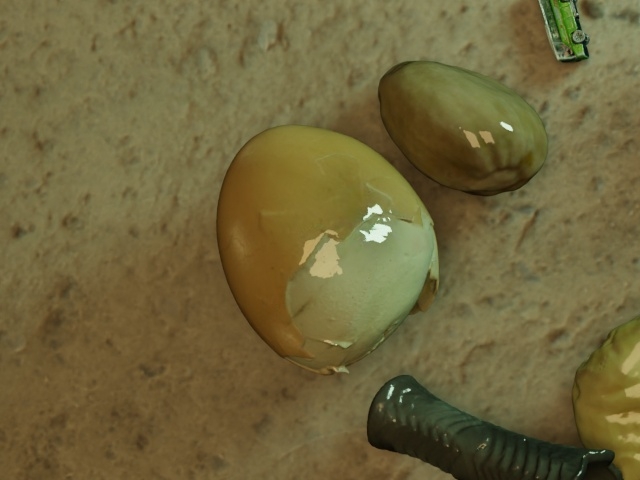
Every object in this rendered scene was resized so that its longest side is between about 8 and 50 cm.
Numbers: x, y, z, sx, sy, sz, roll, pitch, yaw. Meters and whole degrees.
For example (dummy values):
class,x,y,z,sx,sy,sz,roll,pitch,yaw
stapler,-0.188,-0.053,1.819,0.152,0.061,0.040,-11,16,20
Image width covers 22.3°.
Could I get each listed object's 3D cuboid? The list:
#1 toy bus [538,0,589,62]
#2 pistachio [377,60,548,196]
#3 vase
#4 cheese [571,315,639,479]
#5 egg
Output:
class,x,y,z,sx,sy,sz,roll,pitch,yaw
toy bus,0.237,-0.214,1.583,0.037,0.031,0.083,-17,84,19
pistachio,0.132,-0.113,1.568,0.185,0.108,0.126,31,72,19
vase,0.154,0.202,1.517,0.237,0.115,0.115,24,94,36
cheese,0.356,0.154,1.506,0.226,0.117,0.214,-36,85,15
egg,0.000,0.000,1.546,0.201,0.201,0.244,-35,71,9
